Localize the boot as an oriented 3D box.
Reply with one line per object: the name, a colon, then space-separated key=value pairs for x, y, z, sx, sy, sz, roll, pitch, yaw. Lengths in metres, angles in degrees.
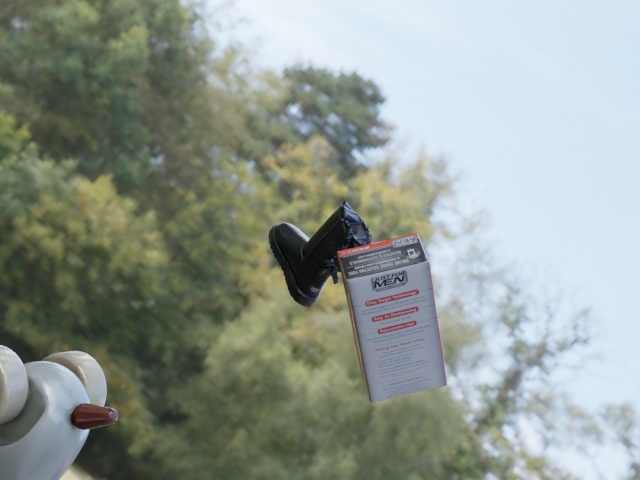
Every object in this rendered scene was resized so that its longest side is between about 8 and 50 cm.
boot: x=0.000 y=0.000 z=1.414 sx=0.045 sy=0.099 sz=0.121 roll=24 pitch=30 yaw=-35

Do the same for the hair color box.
hair color box: x=0.062 y=0.067 z=1.161 sx=0.043 sy=0.072 sz=0.141 roll=-106 pitch=-176 yaw=-52

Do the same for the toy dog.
toy dog: x=-0.283 y=0.261 z=1.405 sx=0.161 sy=0.220 sz=0.334 roll=14 pitch=-64 yaw=35
